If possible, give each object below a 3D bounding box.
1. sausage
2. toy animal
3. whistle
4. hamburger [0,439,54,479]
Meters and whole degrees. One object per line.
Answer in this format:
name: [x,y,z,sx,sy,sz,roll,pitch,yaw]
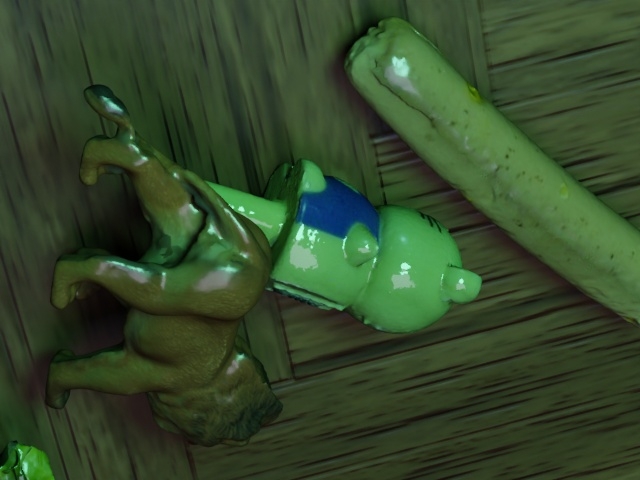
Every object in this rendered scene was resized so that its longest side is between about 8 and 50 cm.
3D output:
sausage: [0.130,-0.039,1.291,0.301,0.066,0.066,38,104,-25]
toy animal: [-0.087,0.042,1.228,0.158,0.097,0.312,13,147,-2]
whistle: [0.000,0.000,1.267,0.227,0.105,0.085,21,80,-19]
hamburger: [-0.255,0.194,1.311,0.189,0.093,0.164,-37,121,10]
